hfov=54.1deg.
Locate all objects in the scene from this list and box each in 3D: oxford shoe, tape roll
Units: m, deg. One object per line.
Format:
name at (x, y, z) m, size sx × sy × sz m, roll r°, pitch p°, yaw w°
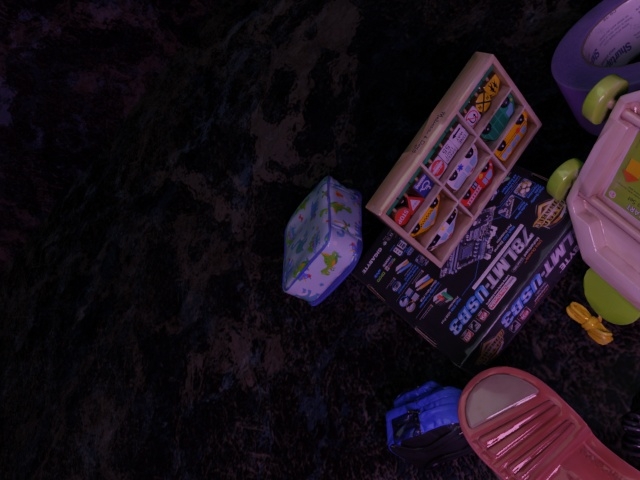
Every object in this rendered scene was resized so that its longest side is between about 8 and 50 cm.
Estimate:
oxford shoe at (0.310, 0.306, 0.664) m, size 0.140 × 0.146 × 0.397 m, roll -36°, pitch 59°, yaw 0°
tape roll at (0.459, -0.260, 0.837) m, size 0.274 × 0.090 × 0.275 m, roll -31°, pitch 28°, yaw 19°

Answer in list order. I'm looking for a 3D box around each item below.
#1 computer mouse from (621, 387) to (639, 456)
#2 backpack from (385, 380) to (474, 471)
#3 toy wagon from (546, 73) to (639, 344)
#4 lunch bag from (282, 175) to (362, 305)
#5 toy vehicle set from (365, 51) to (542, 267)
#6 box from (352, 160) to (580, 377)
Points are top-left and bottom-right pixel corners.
computer mouse at (0.418, 0.151, 0.599) m, size 0.261 × 0.184 × 0.060 m, roll -16°, pitch 88°, yaw 39°
backpack at (0.160, 0.247, 0.865) m, size 0.120 × 0.098 × 0.101 m, roll -30°, pitch 43°, yaw 30°
toy wagon at (0.380, -0.014, 0.708) m, size 0.068 × 0.345 × 0.267 m, roll -21°, pitch 52°, yaw -25°
lunch bag at (0.000, 0.000, 1.158) m, size 0.176 × 0.090 × 0.219 m, roll -49°, pitch 25°, yaw 31°
toy vehicle set at (0.196, -0.110, 0.899) m, size 0.267 × 0.166 × 0.035 m, roll -55°, pitch 39°, yaw 1°
box at (0.225, 0.012, 0.971) m, size 0.296 × 0.073 × 0.293 m, roll -54°, pitch 40°, yaw 3°
